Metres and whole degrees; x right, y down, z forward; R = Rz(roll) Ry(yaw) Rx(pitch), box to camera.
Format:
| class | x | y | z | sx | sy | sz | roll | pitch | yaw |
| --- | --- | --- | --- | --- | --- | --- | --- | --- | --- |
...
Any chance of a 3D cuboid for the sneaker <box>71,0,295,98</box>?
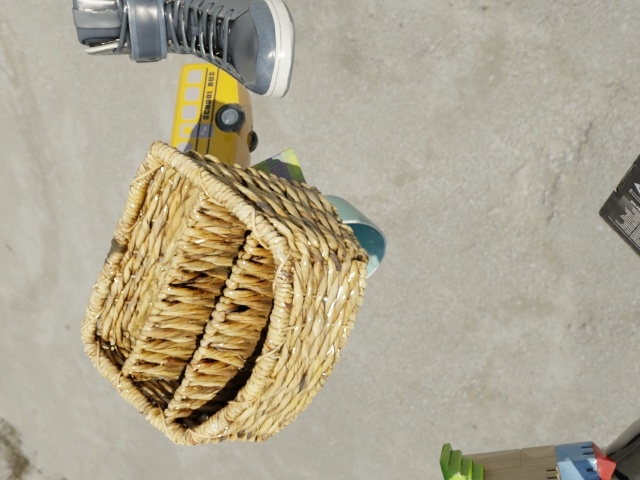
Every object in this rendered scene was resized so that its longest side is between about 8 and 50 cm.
| class | x | y | z | sx | sy | sz | roll | pitch | yaw |
| --- | --- | --- | --- | --- | --- | --- | --- | --- | --- |
| sneaker | -0.123 | -0.180 | 0.539 | 0.226 | 0.163 | 0.086 | -129 | 41 | -51 |

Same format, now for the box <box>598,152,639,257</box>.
| class | x | y | z | sx | sy | sz | roll | pitch | yaw |
| --- | --- | --- | --- | --- | --- | --- | --- | --- | --- |
| box | 0.411 | -0.001 | 0.540 | 0.296 | 0.073 | 0.293 | 54 | 168 | 24 |

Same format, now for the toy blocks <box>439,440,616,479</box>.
| class | x | y | z | sx | sy | sz | roll | pitch | yaw |
| --- | --- | --- | --- | --- | --- | --- | --- | --- | --- |
| toy blocks | 0.341 | 0.432 | 0.850 | 0.260 | 0.190 | 0.382 | -14 | 97 | 20 |

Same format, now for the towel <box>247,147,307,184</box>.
| class | x | y | z | sx | sy | sz | roll | pitch | yaw |
| --- | --- | --- | --- | --- | --- | --- | --- | --- | --- |
| towel | -0.060 | -0.079 | 0.812 | 0.009 | 0.083 | 0.060 | 13 | 130 | 56 |

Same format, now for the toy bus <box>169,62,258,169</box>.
| class | x | y | z | sx | sy | sz | roll | pitch | yaw |
| --- | --- | --- | --- | --- | --- | --- | --- | --- | --- |
| toy bus | -0.185 | -0.129 | 1.065 | 0.130 | 0.333 | 0.108 | 2 | 165 | 9 |

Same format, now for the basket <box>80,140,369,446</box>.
| class | x | y | z | sx | sy | sz | roll | pitch | yaw |
| --- | --- | --- | --- | --- | --- | --- | --- | --- | --- |
| basket | -0.116 | 0.081 | 0.693 | 0.222 | 0.299 | 0.213 | 14 | -152 | -33 |

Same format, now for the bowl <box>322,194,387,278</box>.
| class | x | y | z | sx | sy | sz | roll | pitch | yaw |
| --- | --- | --- | --- | --- | --- | --- | --- | --- | --- |
| bowl | 0.000 | 0.000 | 1.639 | 0.312 | 0.311 | 0.163 | 84 | 166 | -52 |

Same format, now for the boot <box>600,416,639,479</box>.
| class | x | y | z | sx | sy | sz | roll | pitch | yaw |
| --- | --- | --- | --- | --- | --- | --- | --- | --- | --- |
| boot | 0.589 | 0.329 | 0.977 | 0.377 | 0.284 | 0.138 | 24 | -156 | -38 |
